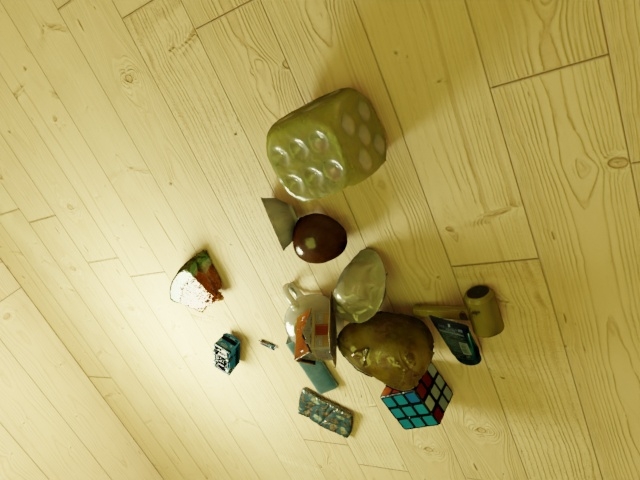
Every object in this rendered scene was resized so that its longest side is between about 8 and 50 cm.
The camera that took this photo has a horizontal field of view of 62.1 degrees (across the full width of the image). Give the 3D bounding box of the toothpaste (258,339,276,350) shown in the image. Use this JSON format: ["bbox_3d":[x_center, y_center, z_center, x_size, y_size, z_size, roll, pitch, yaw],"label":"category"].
[{"bbox_3d":[-0.220,0.429,2.191,0.083,0.019,0.027,21,106,17],"label":"toothpaste"}]

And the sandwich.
[{"bbox_3d":[-0.501,0.183,2.123,0.292,0.109,0.212,-27,105,41],"label":"sandwich"}]

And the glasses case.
[{"bbox_3d":[-0.038,0.491,2.097,0.105,0.056,0.266,-17,112,40],"label":"glasses case"}]

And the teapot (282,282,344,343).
[{"bbox_3d":[-0.031,0.271,1.887,0.208,0.166,0.299,-35,90,25],"label":"teapot"}]

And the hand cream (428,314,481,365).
[{"bbox_3d":[0.416,0.301,1.604,0.120,0.061,0.270,13,155,37],"label":"hand cream"}]

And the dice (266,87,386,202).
[{"bbox_3d":[0.016,-0.252,1.404,0.238,0.233,0.226,-15,113,37],"label":"dice"}]

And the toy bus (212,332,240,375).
[{"bbox_3d":[-0.400,0.484,2.281,0.090,0.106,0.184,28,138,16],"label":"toy bus"}]

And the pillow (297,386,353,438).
[{"bbox_3d":[0.020,0.736,2.254,0.256,0.034,0.188,22,131,17],"label":"pillow"}]

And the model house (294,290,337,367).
[{"bbox_3d":[-0.021,0.287,1.719,0.136,0.219,0.207,-5,148,7],"label":"model house"}]

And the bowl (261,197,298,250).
[{"bbox_3d":[-0.118,-0.068,1.701,0.086,0.189,0.189,-24,114,-4],"label":"bowl"}]

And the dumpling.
[{"bbox_3d":[0.129,0.150,1.656,0.173,0.142,0.247,26,101,32],"label":"dumpling"}]

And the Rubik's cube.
[{"bbox_3d":[0.332,0.531,1.828,0.161,0.163,0.162,-28,101,41],"label":"Rubik's cube"}]

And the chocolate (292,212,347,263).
[{"bbox_3d":[0.000,0.000,1.651,0.177,0.176,0.176,16,129,21],"label":"chocolate"}]

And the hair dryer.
[{"bbox_3d":[0.403,0.208,1.610,0.279,0.090,0.134,-3,121,40],"label":"hair dryer"}]

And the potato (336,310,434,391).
[{"bbox_3d":[0.221,0.313,1.698,0.300,0.246,0.196,28,119,5],"label":"potato"}]
